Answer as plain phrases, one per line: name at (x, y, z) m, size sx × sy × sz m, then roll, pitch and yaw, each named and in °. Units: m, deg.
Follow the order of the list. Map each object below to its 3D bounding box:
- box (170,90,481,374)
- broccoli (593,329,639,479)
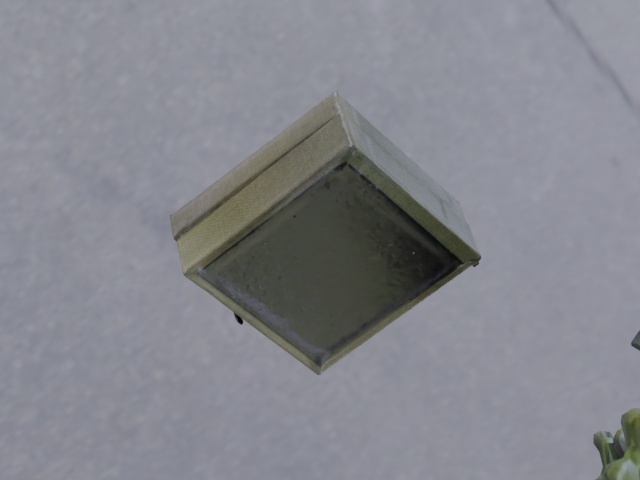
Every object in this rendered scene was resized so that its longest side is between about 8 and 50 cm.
box at (0.000, 0.000, 0.708) m, size 0.079 × 0.083 × 0.035 m, roll 38°, pitch 23°, yaw -37°
broccoli at (0.243, 0.136, 0.713) m, size 0.334 × 0.272 × 0.324 m, roll 38°, pitch 14°, yaw 11°
